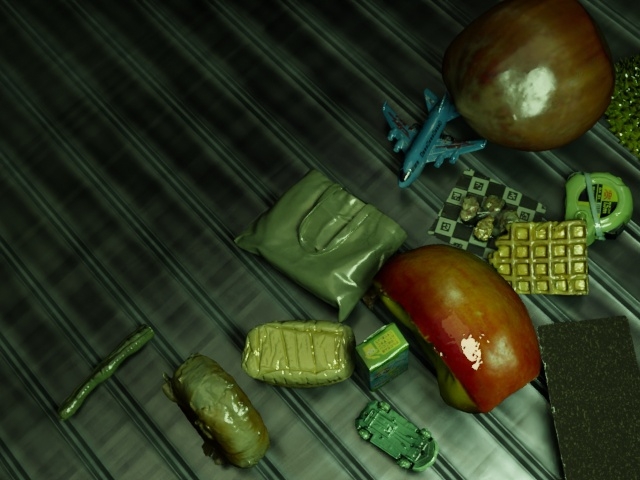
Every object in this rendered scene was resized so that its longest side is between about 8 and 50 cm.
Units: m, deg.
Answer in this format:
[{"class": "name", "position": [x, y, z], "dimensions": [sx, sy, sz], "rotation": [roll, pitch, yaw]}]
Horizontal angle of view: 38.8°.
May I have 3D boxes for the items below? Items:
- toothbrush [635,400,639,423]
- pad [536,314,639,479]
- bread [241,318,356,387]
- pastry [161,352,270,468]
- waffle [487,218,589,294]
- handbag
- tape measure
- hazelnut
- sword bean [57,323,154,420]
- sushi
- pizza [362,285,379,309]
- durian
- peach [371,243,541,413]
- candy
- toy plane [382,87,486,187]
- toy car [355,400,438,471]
[{"class": "toothbrush", "position": [0.736, 0.235, 1.861], "dimensions": [0.035, 0.042, 0.413], "rotation": [37, 78, 18]}, {"class": "pad", "position": [0.548, 0.319, 1.787], "dimensions": [0.220, 0.004, 0.330], "rotation": [-4, 78, -19]}, {"class": "bread", "position": [-0.043, 0.237, 1.901], "dimensions": [0.237, 0.106, 0.139], "rotation": [0, 75, 7]}, {"class": "pastry", "position": [-0.206, 0.347, 1.806], "dimensions": [0.121, 0.235, 0.257], "rotation": [-37, 68, -19]}, {"class": "waffle", "position": [0.459, 0.035, 1.926], "dimensions": [0.211, 0.055, 0.160], "rotation": [0, 91, 19]}, {"class": "handbag", "position": [0.005, -0.001, 1.994], "dimensions": [0.316, 0.109, 0.253], "rotation": [35, 78, 24]}, {"class": "tape measure", "position": [0.599, -0.072, 1.974], "dimensions": [0.154, 0.087, 0.177], "rotation": [-1, 70, 20]}, {"class": "hazelnut", "position": [0.457, -0.372, 1.990], "dimensions": [0.366, 0.366, 0.365], "rotation": [-2, 67, 5]}, {"class": "sword bean", "position": [-0.467, 0.284, 1.967], "dimensions": [0.269, 0.038, 0.043], "rotation": [-46, 45, -13]}, {"class": "sushi", "position": [0.374, -0.056, 2.017], "dimensions": [0.210, 0.040, 0.192], "rotation": [27, 72, 16]}, {"class": "pizza", "position": [0.101, 0.094, 1.994], "dimensions": [0.099, 0.029, 0.100], "rotation": [27, 70, 24]}, {"class": "durian", "position": [0.766, -0.274, 2.050], "dimensions": [0.169, 0.158, 0.351], "rotation": [-15, 61, -39]}, {"class": "peach", "position": [0.286, 0.164, 1.802], "dimensions": [0.242, 0.306, 0.380], "rotation": [-30, 63, 1]}, {"class": "candy", "position": [0.125, 0.238, 1.836], "dimensions": [0.097, 0.194, 0.062], "rotation": [-33, 69, -8]}, {"class": "toy plane", "position": [0.239, -0.225, 2.067], "dimensions": [0.254, 0.105, 0.271], "rotation": [23, 73, 15]}, {"class": "toy car", "position": [0.155, 0.401, 1.841], "dimensions": [0.186, 0.058, 0.093], "rotation": [30, 74, 29]}]
